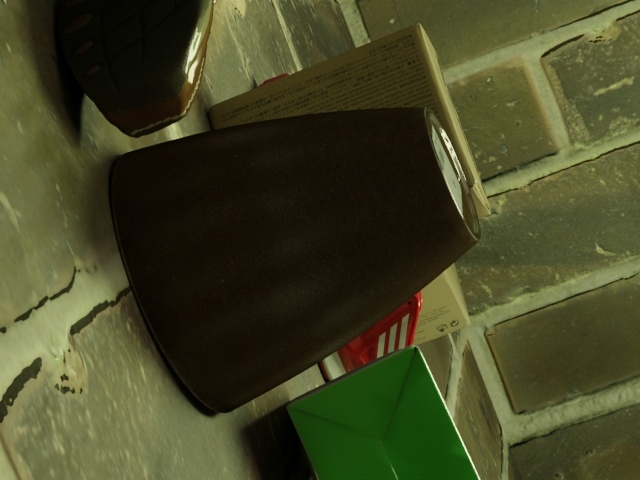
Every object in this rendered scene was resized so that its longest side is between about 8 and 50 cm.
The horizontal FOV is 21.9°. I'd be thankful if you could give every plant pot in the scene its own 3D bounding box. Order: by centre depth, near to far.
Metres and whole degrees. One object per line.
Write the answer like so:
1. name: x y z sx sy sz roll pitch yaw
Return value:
1. plant pot: -0.005 -0.009 1.250 0.215 0.230 0.215 -22 90 -77

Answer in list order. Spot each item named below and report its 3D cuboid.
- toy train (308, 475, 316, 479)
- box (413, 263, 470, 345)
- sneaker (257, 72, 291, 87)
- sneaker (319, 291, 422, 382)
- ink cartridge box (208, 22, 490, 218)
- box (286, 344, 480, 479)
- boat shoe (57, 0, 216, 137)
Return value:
1. toy train: -0.003 0.271 1.298 0.125 0.046 0.166 54 17 -80
2. box: 0.091 -0.006 2.238 0.311 0.121 0.148 61 13 -46
3. sneaker: -0.035 -0.139 1.960 0.075 0.063 0.170 59 8 -24
4. sneaker: 0.036 0.041 1.771 0.087 0.128 0.221 -69 139 -78
5. ink cartridge box: 0.027 -0.079 1.642 0.088 0.234 0.193 49 23 -64
6. box: 0.080 0.231 1.435 0.231 0.126 0.262 109 -43 -86
7. boat shoe: -0.130 -0.183 1.308 0.324 0.122 0.120 -99 169 -49
